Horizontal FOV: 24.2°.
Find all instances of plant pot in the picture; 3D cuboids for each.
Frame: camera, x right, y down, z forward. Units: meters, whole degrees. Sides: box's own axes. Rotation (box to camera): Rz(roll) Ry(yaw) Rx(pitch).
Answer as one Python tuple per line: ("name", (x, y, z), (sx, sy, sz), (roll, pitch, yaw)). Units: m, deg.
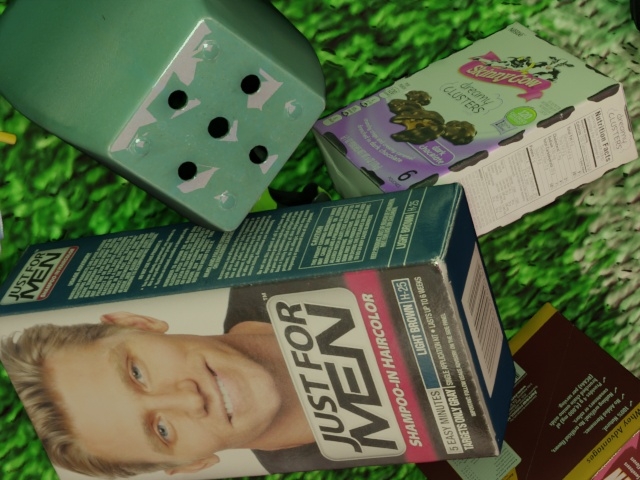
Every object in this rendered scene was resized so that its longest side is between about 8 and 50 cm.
("plant pot", (-0.102, -0.110, 1.005), (0.165, 0.234, 0.165), (33, 97, -32))

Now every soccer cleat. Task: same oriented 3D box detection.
("soccer cleat", (0.000, 0.000, 1.201), (0.179, 0.060, 0.072), (32, 96, -28))

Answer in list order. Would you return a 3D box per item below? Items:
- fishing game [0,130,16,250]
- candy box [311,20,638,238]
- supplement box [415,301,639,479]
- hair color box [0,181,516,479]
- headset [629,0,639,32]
("fishing game", (-0.312, 0.013, 1.033), (0.189, 0.041, 0.264), (18, 127, -33))
("candy box", (0.115, -0.078, 1.152), (0.196, 0.165, 0.070), (-27, 122, -10))
("supplement box", (0.213, 0.194, 1.298), (0.191, 0.194, 0.129), (-45, 122, 1))
("hair color box", (-0.049, 0.077, 1.085), (0.347, 0.105, 0.174), (-8, 121, 20))
("headset", (0.343, -0.176, 1.143), (0.394, 0.243, 0.185), (-69, 160, 5))
